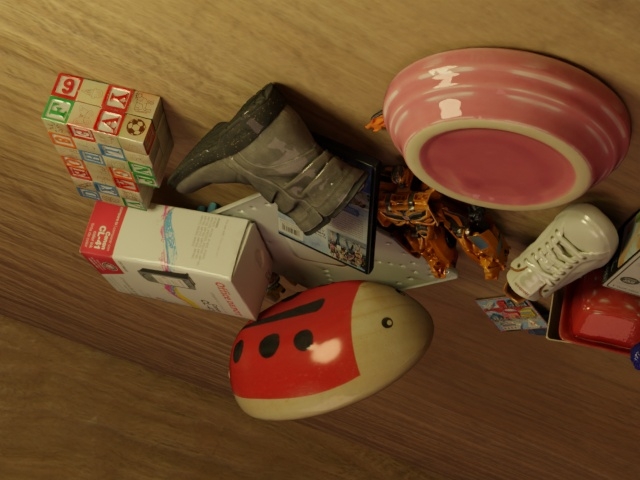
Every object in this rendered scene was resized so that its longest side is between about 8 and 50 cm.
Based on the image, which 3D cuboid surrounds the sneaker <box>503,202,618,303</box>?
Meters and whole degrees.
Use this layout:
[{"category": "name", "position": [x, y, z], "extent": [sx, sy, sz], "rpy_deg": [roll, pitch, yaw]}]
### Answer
[{"category": "sneaker", "position": [0.372, 0.039, 1.651], "extent": [0.106, 0.123, 0.290], "rpy_deg": [44, 160, 8]}]

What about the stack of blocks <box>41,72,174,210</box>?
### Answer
[{"category": "stack of blocks", "position": [-0.343, -0.153, 1.765], "extent": [0.171, 0.087, 0.297], "rpy_deg": [14, 159, 5]}]

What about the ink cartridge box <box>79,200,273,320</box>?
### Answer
[{"category": "ink cartridge box", "position": [-0.266, 0.033, 1.979], "extent": [0.306, 0.131, 0.226], "rpy_deg": [11, 159, 15]}]

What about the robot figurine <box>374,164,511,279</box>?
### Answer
[{"category": "robot figurine", "position": [0.188, -0.030, 1.696], "extent": [0.211, 0.085, 0.291], "rpy_deg": [-1, 153, 35]}]

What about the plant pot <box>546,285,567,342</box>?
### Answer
[{"category": "plant pot", "position": [0.479, 0.141, 1.900], "extent": [0.108, 0.109, 0.096], "rpy_deg": [7, 169, 22]}]

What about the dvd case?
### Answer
[{"category": "dvd case", "position": [0.009, -0.065, 1.657], "extent": [0.180, 0.022, 0.253], "rpy_deg": [24, 143, 19]}]

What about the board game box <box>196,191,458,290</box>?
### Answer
[{"category": "board game box", "position": [0.000, 0.000, 1.955], "extent": [0.389, 0.050, 0.390], "rpy_deg": [28, 156, -27]}]

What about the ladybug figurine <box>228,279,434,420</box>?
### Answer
[{"category": "ladybug figurine", "position": [-0.005, 0.197, 1.993], "extent": [0.449, 0.305, 0.162], "rpy_deg": [-20, 115, 26]}]

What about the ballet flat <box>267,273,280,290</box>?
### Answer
[{"category": "ballet flat", "position": [-0.188, 0.084, 2.265], "extent": [0.241, 0.091, 0.077], "rpy_deg": [-14, 122, 46]}]

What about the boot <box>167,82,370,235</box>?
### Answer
[{"category": "boot", "position": [-0.089, -0.086, 1.611], "extent": [0.222, 0.118, 0.338], "rpy_deg": [44, 151, -14]}]

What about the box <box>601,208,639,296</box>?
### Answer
[{"category": "box", "position": [0.545, 0.007, 1.527], "extent": [0.169, 0.087, 0.290], "rpy_deg": [16, 159, 1]}]

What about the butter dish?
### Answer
[{"category": "butter dish", "position": [0.495, 0.100, 1.760], "extent": [0.160, 0.160, 0.118], "rpy_deg": [13, 135, 9]}]

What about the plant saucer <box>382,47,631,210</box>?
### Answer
[{"category": "plant saucer", "position": [0.241, -0.130, 1.395], "extent": [0.332, 0.084, 0.332], "rpy_deg": [11, 158, 5]}]

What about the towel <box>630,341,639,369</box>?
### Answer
[{"category": "towel", "position": [0.654, 0.136, 1.592], "extent": [0.227, 0.076, 0.308], "rpy_deg": [5, 150, -35]}]

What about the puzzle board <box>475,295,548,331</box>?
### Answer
[{"category": "puzzle board", "position": [0.377, 0.146, 2.060], "extent": [0.096, 0.011, 0.128], "rpy_deg": [49, 147, -22]}]

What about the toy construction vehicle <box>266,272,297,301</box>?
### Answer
[{"category": "toy construction vehicle", "position": [-0.089, 0.072, 2.166], "extent": [0.086, 0.098, 0.035], "rpy_deg": [38, -173, -27]}]

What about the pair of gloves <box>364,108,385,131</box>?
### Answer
[{"category": "pair of gloves", "position": [0.112, -0.166, 1.515], "extent": [0.083, 0.010, 0.074], "rpy_deg": [22, 157, -21]}]

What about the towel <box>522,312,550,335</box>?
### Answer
[{"category": "towel", "position": [0.460, 0.165, 2.066], "extent": [0.119, 0.029, 0.067], "rpy_deg": [2, 151, 35]}]
